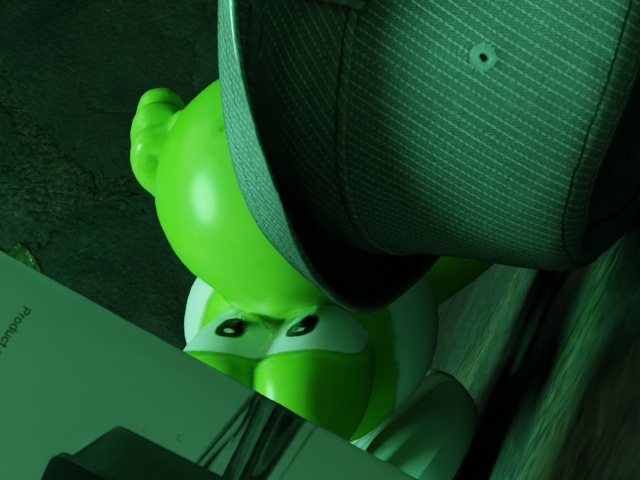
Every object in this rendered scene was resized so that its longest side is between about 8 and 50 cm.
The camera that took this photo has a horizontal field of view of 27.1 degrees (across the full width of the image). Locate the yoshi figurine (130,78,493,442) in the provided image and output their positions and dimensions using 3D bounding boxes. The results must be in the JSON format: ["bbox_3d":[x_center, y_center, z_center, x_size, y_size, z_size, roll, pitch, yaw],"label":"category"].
[{"bbox_3d":[0.010,-0.025,0.675,0.203,0.203,0.362,-38,7,19],"label":"yoshi figurine"}]

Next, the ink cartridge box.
[{"bbox_3d":[-0.048,0.087,0.366,0.087,0.208,0.153,-60,-5,-18],"label":"ink cartridge box"}]

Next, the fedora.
[{"bbox_3d":[0.074,-0.101,0.455,0.243,0.124,0.276,12,-89,-64],"label":"fedora"}]

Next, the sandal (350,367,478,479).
[{"bbox_3d":[0.007,0.175,0.781,0.169,0.102,0.416,-47,2,-23],"label":"sandal"}]
